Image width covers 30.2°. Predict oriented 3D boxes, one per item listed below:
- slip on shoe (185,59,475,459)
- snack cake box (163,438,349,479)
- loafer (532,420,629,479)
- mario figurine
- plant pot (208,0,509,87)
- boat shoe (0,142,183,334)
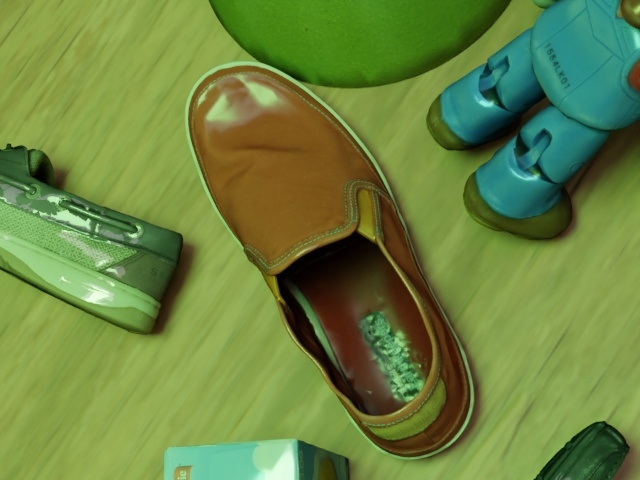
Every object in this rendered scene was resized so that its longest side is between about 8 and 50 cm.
[{"bbox_3d":[0.000,0.000,0.837,0.123,0.101,0.331,-31,70,5],"label":"slip on shoe"},{"bbox_3d":[-0.032,0.265,0.746,0.089,0.152,0.264,-6,75,11],"label":"snack cake box"},{"bbox_3d":[0.141,0.221,0.762,0.078,0.076,0.223,31,89,13],"label":"loafer"},{"bbox_3d":[0.218,-0.126,0.747,0.198,0.320,0.170,41,49,-6],"label":"mario figurine"},{"bbox_3d":[0.002,-0.285,0.809,0.275,0.293,0.274,-3,75,12],"label":"plant pot"},{"bbox_3d":[-0.233,-0.026,0.901,0.285,0.103,0.092,27,78,14],"label":"boat shoe"}]
